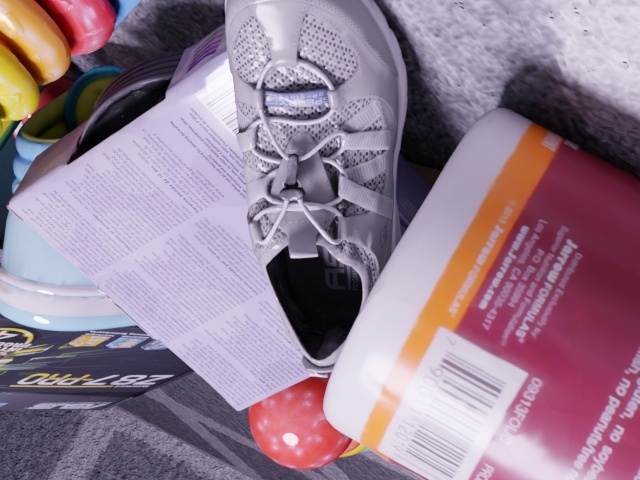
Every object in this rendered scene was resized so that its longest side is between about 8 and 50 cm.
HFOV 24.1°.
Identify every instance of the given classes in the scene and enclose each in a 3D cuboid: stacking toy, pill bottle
[{"bbox_3d":[-0.263,-0.104,1.009,0.166,0.302,0.175,35,166,-13],"label":"stacking toy"},{"bbox_3d":[0.220,0.105,0.886,0.392,0.224,0.224,29,165,7],"label":"pill bottle"},{"bbox_3d":[0.024,0.140,1.320,0.141,0.141,0.330,28,-171,13],"label":"stacking toy"}]

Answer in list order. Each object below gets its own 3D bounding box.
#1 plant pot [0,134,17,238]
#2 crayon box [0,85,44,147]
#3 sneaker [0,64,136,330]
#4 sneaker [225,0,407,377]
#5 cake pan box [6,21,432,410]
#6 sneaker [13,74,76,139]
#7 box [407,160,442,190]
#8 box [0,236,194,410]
[{"bbox_3d":[-0.379,-0.080,1.605,0.234,0.165,0.165,35,166,10],"label":"plant pot"},{"bbox_3d":[-0.408,-0.150,1.125,0.363,0.313,0.106,34,165,-10],"label":"crayon box"},{"bbox_3d":[-0.120,-0.046,1.262,0.319,0.208,0.127,-9,-160,-41],"label":"sneaker"},{"bbox_3d":[0.002,-0.039,0.919,0.105,0.115,0.281,-4,127,15],"label":"sneaker"},{"bbox_3d":[-0.057,-0.014,1.079,0.246,0.070,0.267,-32,116,33],"label":"cake pan box"},{"bbox_3d":[-0.173,-0.087,1.359,0.128,0.087,0.221,11,168,33],"label":"sneaker"},{"bbox_3d":[0.112,-0.006,1.133,0.201,0.021,0.164,20,161,37],"label":"box"},{"bbox_3d":[-0.297,0.097,1.581,0.395,0.097,0.318,7,157,-45],"label":"box"}]
